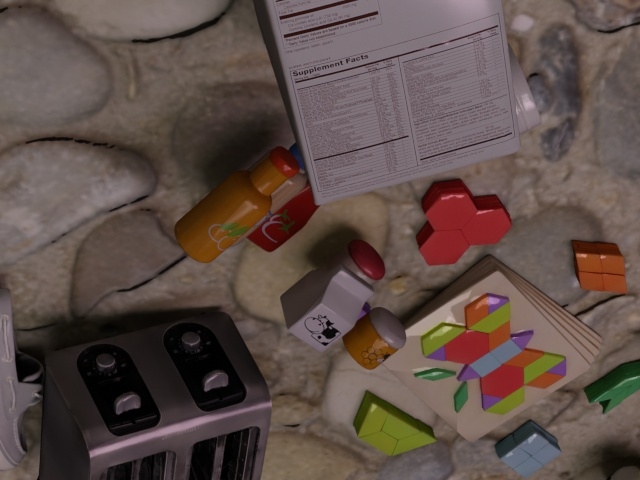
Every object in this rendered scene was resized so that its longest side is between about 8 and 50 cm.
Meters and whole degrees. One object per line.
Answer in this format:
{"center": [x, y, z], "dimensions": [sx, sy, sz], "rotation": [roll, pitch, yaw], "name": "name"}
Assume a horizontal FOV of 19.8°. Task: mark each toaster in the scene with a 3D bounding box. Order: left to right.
{"center": [-0.142, 0.166, 1.508], "dimensions": [0.168, 0.110, 0.186], "rotation": [-12, 135, -25], "name": "toaster"}

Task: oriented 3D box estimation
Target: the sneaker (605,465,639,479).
{"center": [0.419, 0.324, 1.770], "dimensions": [0.147, 0.145, 0.384], "rotation": [-38, 117, 24], "name": "sneaker"}

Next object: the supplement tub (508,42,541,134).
{"center": [0.106, -0.099, 1.389], "dimensions": [0.107, 0.071, 0.071], "rotation": [-23, 132, 6], "name": "supplement tub"}

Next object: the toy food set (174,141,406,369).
{"center": [0.000, 0.000, 1.419], "dimensions": [0.104, 0.111, 0.232], "rotation": [-40, 126, 20], "name": "toy food set"}

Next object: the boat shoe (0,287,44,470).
{"center": [-0.256, 0.111, 1.489], "dimensions": [0.063, 0.066, 0.184], "rotation": [-11, 123, -4], "name": "boat shoe"}

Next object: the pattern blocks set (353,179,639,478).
{"center": [0.146, 0.096, 1.602], "dimensions": [0.324, 0.026, 0.285], "rotation": [26, 120, -32], "name": "pattern blocks set"}

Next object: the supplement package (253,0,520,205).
{"center": [0.029, -0.173, 1.218], "dimensions": [0.149, 0.194, 0.203], "rotation": [-16, 133, -2], "name": "supplement package"}
